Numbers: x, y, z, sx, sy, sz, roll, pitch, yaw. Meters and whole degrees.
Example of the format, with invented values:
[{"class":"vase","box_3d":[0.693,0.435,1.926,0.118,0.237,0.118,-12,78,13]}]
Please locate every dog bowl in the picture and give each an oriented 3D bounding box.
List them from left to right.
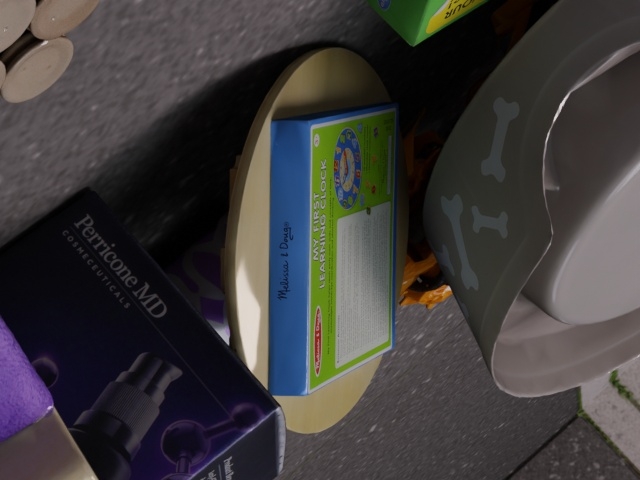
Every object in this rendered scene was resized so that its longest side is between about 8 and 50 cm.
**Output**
[{"class":"dog bowl","box_3d":[0.209,-0.061,1.038,0.348,0.102,0.349,-32,156,-16]}]

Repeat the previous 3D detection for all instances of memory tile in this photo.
[{"class":"memory tile","box_3d":[-0.139,-0.079,0.669,0.148,0.012,0.113,-26,156,-45]}]

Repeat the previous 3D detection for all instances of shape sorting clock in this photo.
[{"class":"shape sorting clock","box_3d":[0.000,0.000,0.955,0.206,0.040,0.206,5,90,-68]}]

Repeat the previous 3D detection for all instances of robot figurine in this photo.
[{"class":"robot figurine","box_3d":[0.113,-0.064,1.136,0.291,0.085,0.211,-49,162,24]}]

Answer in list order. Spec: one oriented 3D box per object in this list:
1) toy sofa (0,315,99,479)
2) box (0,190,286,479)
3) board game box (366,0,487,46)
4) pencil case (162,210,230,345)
[{"class":"toy sofa","box_3d":[-0.180,0.062,0.617,0.150,0.177,0.362,-32,160,-8]},{"class":"box","box_3d":[-0.142,0.104,0.868,0.207,0.153,0.108,-38,162,-16]},{"class":"board game box","box_3d":[0.169,-0.243,0.895,0.317,0.046,0.213,-34,160,-26]},{"class":"pencil case","box_3d":[-0.092,0.075,1.008,0.206,0.088,0.086,-42,-176,-4]}]
